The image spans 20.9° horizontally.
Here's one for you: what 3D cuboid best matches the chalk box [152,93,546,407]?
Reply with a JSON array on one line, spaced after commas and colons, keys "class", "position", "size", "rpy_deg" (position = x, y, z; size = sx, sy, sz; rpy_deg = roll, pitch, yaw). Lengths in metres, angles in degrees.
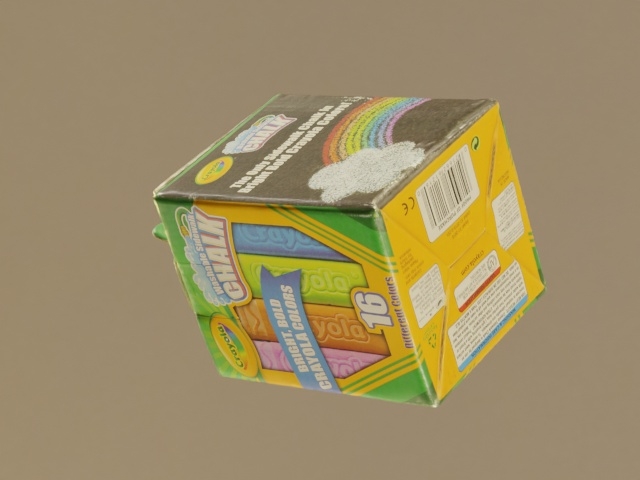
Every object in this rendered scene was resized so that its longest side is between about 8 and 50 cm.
[{"class": "chalk box", "position": [0.000, 0.000, 1.384], "size": [0.289, 0.180, 0.179], "rpy_deg": [5, -56, 40]}]
